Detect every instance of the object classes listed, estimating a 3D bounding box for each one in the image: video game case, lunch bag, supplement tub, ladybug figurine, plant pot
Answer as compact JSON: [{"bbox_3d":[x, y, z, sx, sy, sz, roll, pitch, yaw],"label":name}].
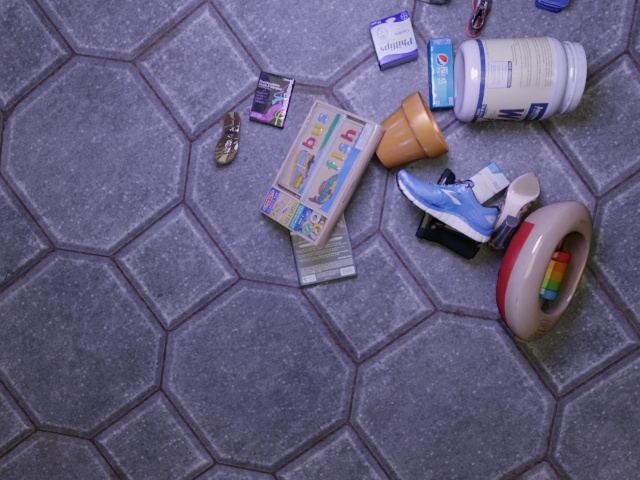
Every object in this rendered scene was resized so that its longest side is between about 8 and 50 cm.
[{"bbox_3d":[0.000,0.000,1.625,0.196,0.026,0.274,-12,93,5],"label":"video game case"},{"bbox_3d":[0.705,-0.744,1.489,0.098,0.065,0.067,16,95,3],"label":"lunch bag"},{"bbox_3d":[0.569,-0.470,1.436,0.324,0.235,0.235,0,94,5],"label":"supplement tub"},{"bbox_3d":[0.658,0.088,1.479,0.305,0.162,0.449,15,97,-37],"label":"ladybug figurine"},{"bbox_3d":[0.262,-0.319,1.504,0.188,0.205,0.205,-27,92,21],"label":"plant pot"}]

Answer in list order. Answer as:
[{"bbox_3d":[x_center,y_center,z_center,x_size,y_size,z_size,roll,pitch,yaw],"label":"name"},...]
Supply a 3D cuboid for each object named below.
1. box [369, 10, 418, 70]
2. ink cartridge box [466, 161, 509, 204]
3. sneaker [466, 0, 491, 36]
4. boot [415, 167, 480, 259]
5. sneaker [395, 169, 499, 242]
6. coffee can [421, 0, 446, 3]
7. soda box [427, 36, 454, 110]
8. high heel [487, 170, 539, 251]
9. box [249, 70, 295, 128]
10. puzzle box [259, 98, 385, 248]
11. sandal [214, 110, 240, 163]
[{"bbox_3d":[0.229,-0.623,1.533,0.126,0.072,0.137,-16,94,6],"label":"box"},{"bbox_3d":[0.519,-0.177,1.555,0.122,0.052,0.088,-36,91,5],"label":"ink cartridge box"},{"bbox_3d":[0.497,-0.713,1.508,0.061,0.065,0.158,12,96,4],"label":"sneaker"},{"bbox_3d":[0.438,-0.081,1.546,0.207,0.094,0.246,21,103,6],"label":"boot"},{"bbox_3d":[0.375,-0.129,1.449,0.330,0.130,0.147,29,99,1],"label":"sneaker"},{"bbox_3d":[0.346,-0.881,1.439,0.201,0.201,0.275,24,97,2],"label":"coffee can"},{"bbox_3d":[0.374,-0.517,1.530,0.067,0.071,0.210,-2,94,4],"label":"soda box"},{"bbox_3d":[0.604,-0.090,1.558,0.093,0.186,0.261,28,62,13],"label":"high heel"},{"bbox_3d":[-0.158,-0.460,1.598,0.116,0.029,0.162,15,94,3],"label":"box"},{"bbox_3d":[-0.004,-0.215,1.528,0.272,0.052,0.409,31,97,35],"label":"puzzle box"},{"bbox_3d":[-0.299,-0.335,1.614,0.072,0.049,0.180,10,81,-2],"label":"sandal"}]
